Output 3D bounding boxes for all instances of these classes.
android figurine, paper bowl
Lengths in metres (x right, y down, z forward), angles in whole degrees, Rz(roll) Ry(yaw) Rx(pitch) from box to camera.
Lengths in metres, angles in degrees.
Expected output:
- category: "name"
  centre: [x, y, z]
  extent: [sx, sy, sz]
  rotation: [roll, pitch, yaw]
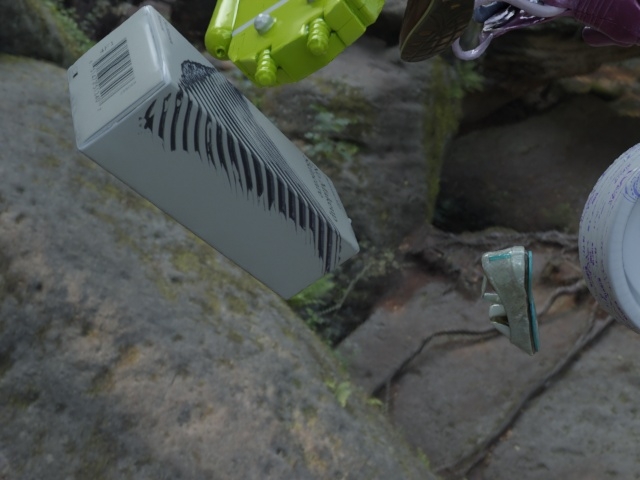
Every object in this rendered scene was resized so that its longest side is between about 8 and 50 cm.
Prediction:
- category: "android figurine"
  centre: [-0.015, -0.258, 0.854]
  extent: [0.056, 0.248, 0.273]
  rotation: [43, 39, -35]
- category: "paper bowl"
  centre: [0.484, -0.005, 1.122]
  extent: [0.284, 0.284, 0.148]
  rotation: [21, 7, -11]

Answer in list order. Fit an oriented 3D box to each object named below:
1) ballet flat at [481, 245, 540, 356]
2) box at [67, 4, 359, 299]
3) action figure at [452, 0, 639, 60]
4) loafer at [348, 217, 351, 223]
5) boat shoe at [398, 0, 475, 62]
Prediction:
- category: "ballet flat"
  centre: [0.189, 0.060, 0.839]
  extent: [0.052, 0.168, 0.057]
  rotation: [-4, 50, 16]
- category: "box"
  centre: [-0.084, -0.063, 0.726]
  extent: [0.275, 0.094, 0.113]
  rotation: [39, 22, -47]
- category: "action figure"
  centre: [0.427, -0.391, 1.311]
  extent: [0.370, 0.248, 0.276]
  rotation: [23, 57, 12]
- category: "loafer"
  centre: [0.000, 0.000, 0.932]
  extent: [0.039, 0.125, 0.045]
  rotation: [24, 64, -5]
- category: "boat shoe"
  centre: [0.124, -0.254, 0.869]
  extent: [0.064, 0.178, 0.060]
  rotation: [-9, 66, -20]
